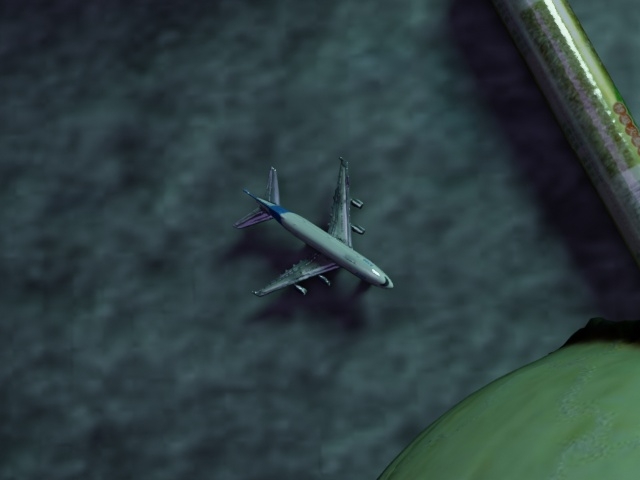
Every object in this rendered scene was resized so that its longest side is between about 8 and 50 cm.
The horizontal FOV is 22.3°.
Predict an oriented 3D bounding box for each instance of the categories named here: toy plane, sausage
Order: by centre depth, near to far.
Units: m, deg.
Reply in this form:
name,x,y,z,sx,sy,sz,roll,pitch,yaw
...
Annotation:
name,x,y,z,sx,sy,sz,roll,pitch,yaw
sausage,0.137,-0.037,0.746,0.032,0.033,0.269,-29,78,6
toy plane,0.000,0.000,0.774,0.084,0.024,0.078,33,89,7

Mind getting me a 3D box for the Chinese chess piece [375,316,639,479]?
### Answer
name,x,y,z,sx,sy,sz,roll,pitch,yaw
Chinese chess piece,0.158,0.190,0.552,0.349,0.349,0.146,43,74,14
